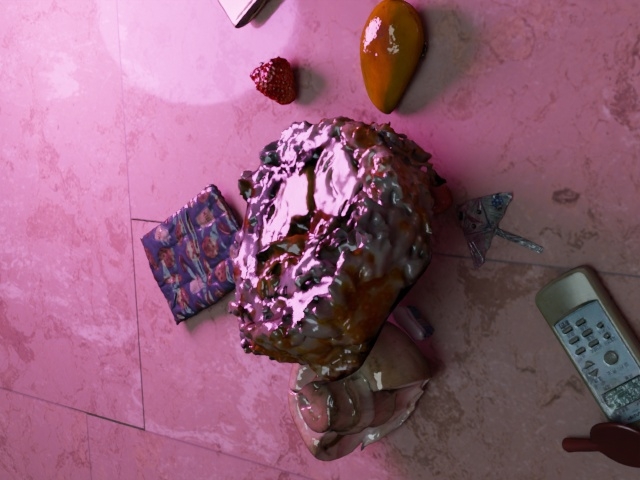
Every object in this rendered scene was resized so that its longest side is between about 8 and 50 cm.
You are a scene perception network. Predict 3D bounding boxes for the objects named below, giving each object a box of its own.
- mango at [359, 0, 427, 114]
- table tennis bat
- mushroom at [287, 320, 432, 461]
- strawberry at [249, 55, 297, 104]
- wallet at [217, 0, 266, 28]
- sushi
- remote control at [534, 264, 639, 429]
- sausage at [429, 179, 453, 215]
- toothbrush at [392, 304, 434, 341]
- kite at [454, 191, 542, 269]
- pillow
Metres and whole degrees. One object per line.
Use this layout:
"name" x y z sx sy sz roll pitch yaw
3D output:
"mango" 0.103 -0.280 1.556 0.101 0.066 0.188 29 125 31
"table tennis bat" 0.402 0.286 1.441 0.098 0.019 0.154 47 147 -21
"mushroom" 0.035 0.217 1.628 0.254 0.195 0.189 -54 56 31
"strawberry" -0.073 -0.259 1.696 0.073 0.073 0.083 -23 98 39
"wallet" -0.144 -0.448 1.728 0.110 0.039 0.155 -43 72 39
"sushi" -0.002 -0.002 1.529 0.417 0.175 0.418 -32 47 42
"remote control" 0.390 0.150 1.432 0.098 0.038 0.234 -39 76 37
"sausage" 0.154 -0.063 1.563 0.094 0.054 0.059 -5 96 39
"toothbrush" 0.035 0.006 1.680 0.418 0.040 0.042 48 122 21
"kite" 0.257 -0.011 1.523 0.152 0.005 0.137 36 122 27
"pillow" -0.226 0.028 1.896 0.255 0.034 0.189 -32 79 38
